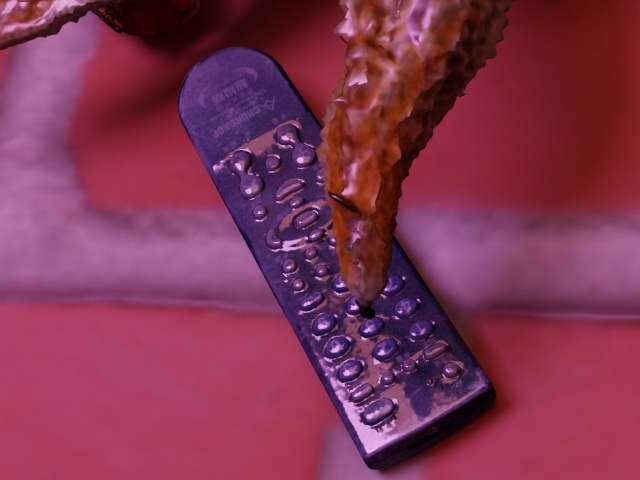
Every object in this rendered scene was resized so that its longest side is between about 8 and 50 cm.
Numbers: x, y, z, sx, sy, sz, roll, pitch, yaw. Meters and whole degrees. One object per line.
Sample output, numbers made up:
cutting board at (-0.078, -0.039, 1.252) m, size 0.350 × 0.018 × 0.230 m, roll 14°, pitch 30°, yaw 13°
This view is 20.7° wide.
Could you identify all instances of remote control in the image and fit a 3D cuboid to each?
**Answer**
remote control at (0.000, -0.001, 0.542) m, size 0.043 × 0.027 × 0.152 m, roll -26°, pitch 58°, yaw -7°

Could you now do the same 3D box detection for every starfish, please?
starfish at (0.011, -0.165, 0.560) m, size 0.347 × 0.078 × 0.358 m, roll -42°, pitch 60°, yaw -11°

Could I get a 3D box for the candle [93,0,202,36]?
candle at (-0.084, -0.115, 0.620) m, size 0.052 × 0.052 × 0.130 m, roll -43°, pitch 60°, yaw -11°
